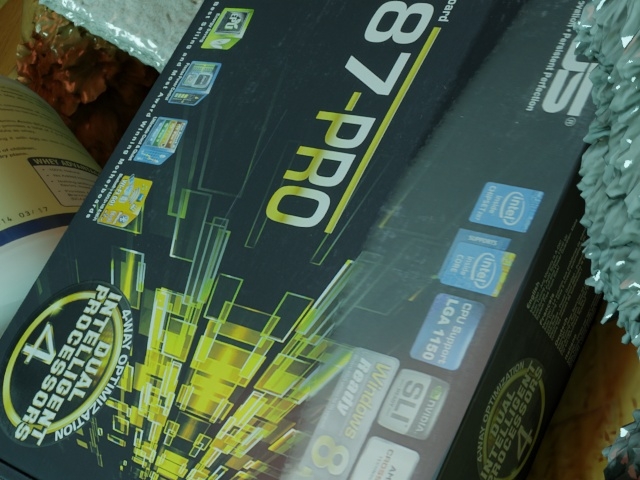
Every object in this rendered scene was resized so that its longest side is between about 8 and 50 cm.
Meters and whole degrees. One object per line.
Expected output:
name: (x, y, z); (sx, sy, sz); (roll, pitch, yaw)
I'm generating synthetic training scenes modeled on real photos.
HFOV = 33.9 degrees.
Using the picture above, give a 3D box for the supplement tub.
supplement tub: (-0.269, 0.010, 0.828); (0.235, 0.235, 0.325); (-49, 54, 7)

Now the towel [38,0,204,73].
towel: (-0.072, -0.207, 0.870); (0.187, 0.282, 0.049); (-60, -3, -14)

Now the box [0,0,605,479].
box: (0.000, 0.000, 0.597); (0.318, 0.097, 0.395); (15, 69, 38)

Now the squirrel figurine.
squirrel figurine: (-0.244, -0.177, 1.096); (0.370, 0.281, 0.397); (-47, 25, 24)

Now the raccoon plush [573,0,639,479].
raccoon plush: (0.126, -0.044, 0.324); (0.216, 0.299, 0.447); (-7, 52, 54)
